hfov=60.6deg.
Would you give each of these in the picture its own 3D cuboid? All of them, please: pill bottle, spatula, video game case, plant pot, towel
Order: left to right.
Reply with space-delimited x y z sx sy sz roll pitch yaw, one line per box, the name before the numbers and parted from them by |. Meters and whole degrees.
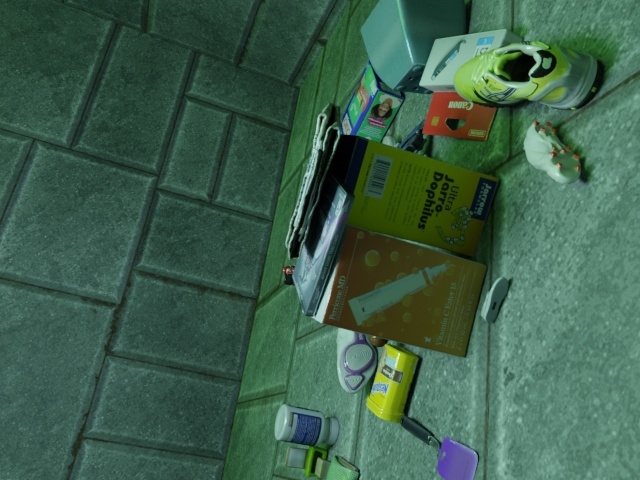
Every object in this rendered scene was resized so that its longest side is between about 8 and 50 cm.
pill bottle | -0.042 0.592 1.740 0.112 0.186 0.112 -164 90 -74
towel | -0.021 -0.149 1.250 0.324 0.056 0.312 -88 16 -69
video game case | 0.000 0.000 1.187 0.196 0.026 0.274 -117 44 -66
plant pot | 0.294 -0.597 1.682 0.247 0.247 0.252 141 126 -63
spatula | 0.245 0.446 1.200 0.296 0.030 0.084 -173 96 -74

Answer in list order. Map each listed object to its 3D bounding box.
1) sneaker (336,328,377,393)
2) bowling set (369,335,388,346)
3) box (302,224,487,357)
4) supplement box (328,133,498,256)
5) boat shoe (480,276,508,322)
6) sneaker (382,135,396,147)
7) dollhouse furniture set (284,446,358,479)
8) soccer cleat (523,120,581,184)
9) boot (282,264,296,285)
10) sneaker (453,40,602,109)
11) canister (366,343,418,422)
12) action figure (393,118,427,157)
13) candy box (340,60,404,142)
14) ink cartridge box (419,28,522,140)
sneaker | 0.106 0.339 1.682 0.152 0.114 0.305 103 175 -48
bowling set | 0.133 0.172 1.463 0.154 0.287 0.200 -113 27 -51
box | 0.162 0.109 1.231 0.168 0.345 0.215 -175 100 -74
supplement box | 0.196 -0.109 1.299 0.194 0.356 0.195 -137 62 -72
boat shoe | 0.357 0.119 1.135 0.035 0.035 0.100 -128 49 -67
sneaker | 0.188 -0.249 1.909 0.103 0.111 0.252 -129 56 -71
dollhouse furniture set | -0.026 0.727 1.613 0.301 0.151 0.198 158 125 -70
soccer cleat | 0.446 -0.158 1.061 0.196 0.068 0.076 -92 9 -50
boot | -0.057 0.101 2.286 0.088 0.176 0.244 -99 30 -59
sneaker | 0.400 -0.367 1.163 0.384 0.147 0.145 29 103 64
canister | 0.185 0.362 1.407 0.126 0.073 0.170 -172 100 -75
action figure | 0.254 -0.204 1.678 0.341 0.178 0.330 -48 15 -18
candy box | 0.185 -0.493 2.137 0.268 0.122 0.317 -95 25 -50
ink cartridge box | 0.369 -0.409 1.455 0.296 0.066 0.261 30 104 63
